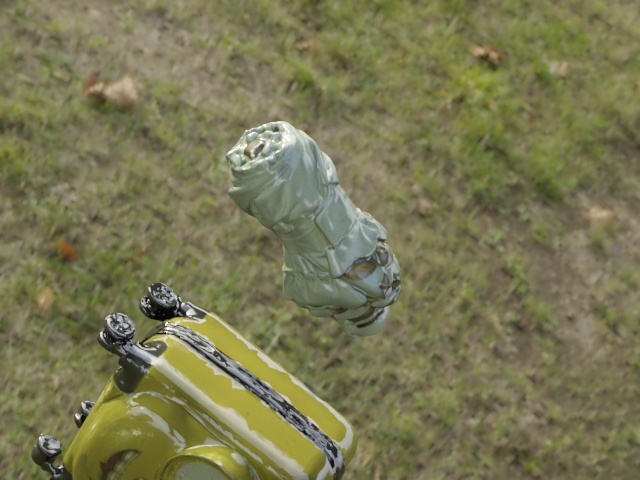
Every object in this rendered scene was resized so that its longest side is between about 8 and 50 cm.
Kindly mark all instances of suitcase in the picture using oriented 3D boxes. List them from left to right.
[{"bbox_3d":[-0.106,0.182,1.034,0.235,0.194,0.143,37,29,7],"label":"suitcase"}]

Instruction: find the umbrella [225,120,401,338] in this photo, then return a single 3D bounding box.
[{"bbox_3d":[0.000,0.000,0.677,0.143,0.067,0.062,59,11,-35],"label":"umbrella"}]
